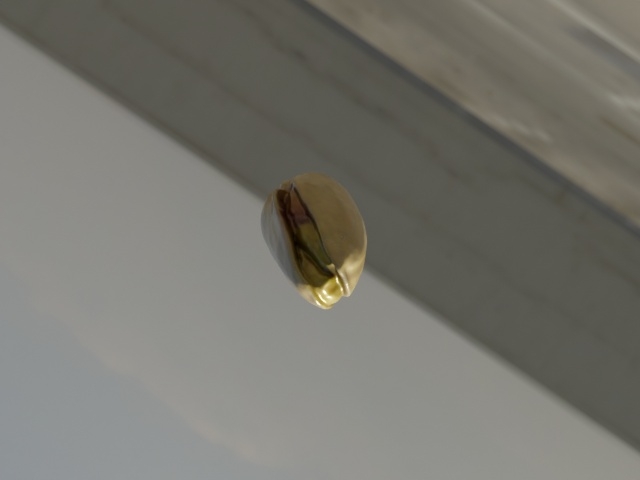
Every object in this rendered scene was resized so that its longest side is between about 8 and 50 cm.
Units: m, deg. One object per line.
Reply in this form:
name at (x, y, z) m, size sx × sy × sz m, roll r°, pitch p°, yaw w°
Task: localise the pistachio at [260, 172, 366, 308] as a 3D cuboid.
pistachio at (0.000, 0.000, 2.234) m, size 0.145 × 0.117 × 0.200 m, roll 58°, pitch -179°, yaw -38°
